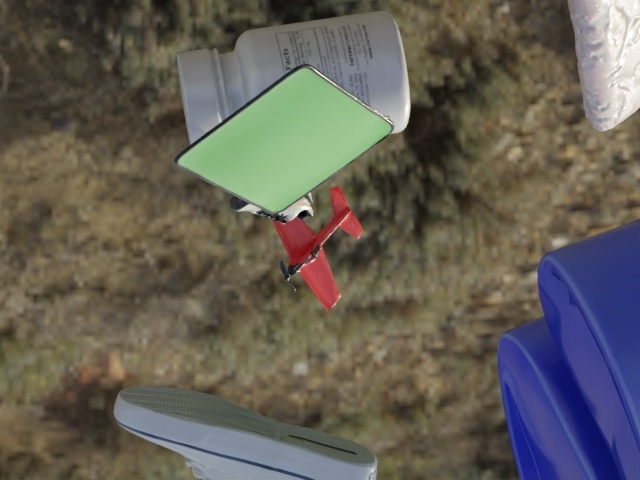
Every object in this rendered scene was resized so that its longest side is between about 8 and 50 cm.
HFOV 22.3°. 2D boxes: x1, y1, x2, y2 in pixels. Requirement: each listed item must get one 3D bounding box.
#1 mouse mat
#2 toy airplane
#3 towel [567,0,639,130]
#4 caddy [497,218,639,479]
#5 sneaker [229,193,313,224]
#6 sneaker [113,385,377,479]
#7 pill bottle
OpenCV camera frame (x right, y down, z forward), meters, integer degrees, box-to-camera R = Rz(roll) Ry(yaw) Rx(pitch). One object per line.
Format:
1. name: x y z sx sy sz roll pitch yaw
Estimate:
1. mouse mat: -0.029 -0.088 1.472 0.152 0.007 0.189 -35 153 16
2. toy airplane: 0.000 0.000 1.807 0.028 0.151 0.151 -9 151 41
3. towel: 0.342 -0.304 1.560 0.053 0.317 0.332 33 163 29
4. caddy: 0.209 0.128 0.704 0.179 0.341 0.241 -14 161 -9
5. sneaker: -0.047 -0.038 1.700 0.109 0.044 0.040 -9 175 -41
6. sneaker: -0.078 0.212 1.541 0.258 0.094 0.091 18 102 1
7. pill bottle: -0.030 -0.162 1.706 0.229 0.131 0.131 -9 149 -6
